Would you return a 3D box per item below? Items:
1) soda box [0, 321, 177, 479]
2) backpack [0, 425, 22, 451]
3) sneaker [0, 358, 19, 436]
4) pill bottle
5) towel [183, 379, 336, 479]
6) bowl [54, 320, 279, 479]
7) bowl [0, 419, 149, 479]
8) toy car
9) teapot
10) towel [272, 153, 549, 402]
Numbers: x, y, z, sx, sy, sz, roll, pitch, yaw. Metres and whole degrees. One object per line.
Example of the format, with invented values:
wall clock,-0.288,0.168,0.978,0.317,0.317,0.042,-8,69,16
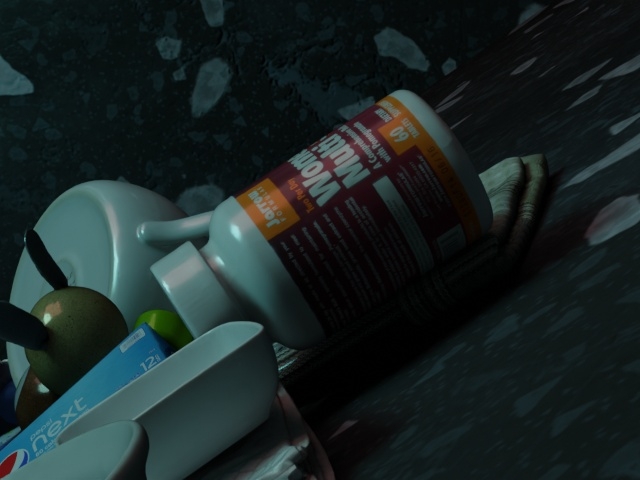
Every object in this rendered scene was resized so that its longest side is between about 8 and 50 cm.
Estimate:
soda box,-0.176,0.163,1.194,0.210,0.071,0.067,-42,32,2
backpack,-0.273,0.218,1.414,0.105,0.084,0.114,-35,9,13
sneaker,-0.364,0.143,1.735,0.130,0.236,0.323,-32,7,21
pill bottle,0.000,0.000,1.137,0.221,0.121,0.121,-33,6,-6
towel,-0.145,0.206,1.015,0.332,0.053,0.317,-34,6,-4
bowl,-0.088,0.108,1.003,0.142,0.053,0.142,-35,8,-14
bowl,-0.157,0.212,0.658,0.298,0.134,0.298,-33,7,5
toy car,-0.205,0.088,1.291,0.149,0.188,0.155,-10,43,24
teapot,-0.166,0.067,1.547,0.256,0.187,0.252,21,96,56
towel,0.036,0.037,1.323,0.312,0.056,0.324,-32,6,19
